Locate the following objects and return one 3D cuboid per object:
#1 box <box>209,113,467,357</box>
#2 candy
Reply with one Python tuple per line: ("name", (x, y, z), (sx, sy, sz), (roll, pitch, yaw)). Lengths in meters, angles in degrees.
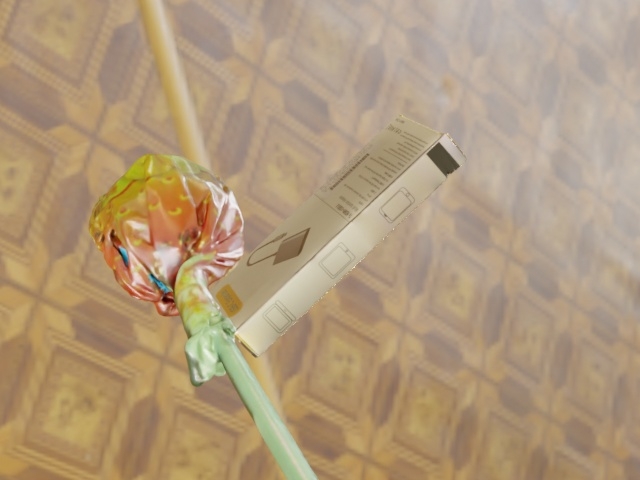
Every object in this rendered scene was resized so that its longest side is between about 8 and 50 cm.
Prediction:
("box", (0.000, 0.000, 1.141), (0.247, 0.129, 0.033), (-43, 108, -1))
("candy", (-0.033, 0.035, 0.511), (0.060, 0.201, 0.060), (-13, 129, -17))
